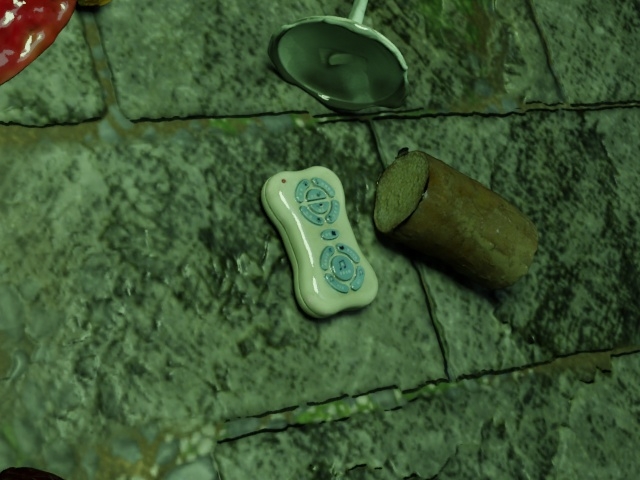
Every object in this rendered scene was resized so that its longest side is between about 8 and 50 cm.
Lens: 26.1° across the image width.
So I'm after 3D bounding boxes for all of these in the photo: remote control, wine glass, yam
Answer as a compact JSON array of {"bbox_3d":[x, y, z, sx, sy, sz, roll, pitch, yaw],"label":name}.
[{"bbox_3d":[0.000,0.000,1.094,0.074,0.032,0.122,-13,77,-38],"label":"remote control"},{"bbox_3d":[0.046,-0.234,1.168,0.156,0.156,0.232,29,60,-21],"label":"wine glass"},{"bbox_3d":[0.111,-0.016,1.153,0.127,0.084,0.084,30,55,-26],"label":"yam"}]

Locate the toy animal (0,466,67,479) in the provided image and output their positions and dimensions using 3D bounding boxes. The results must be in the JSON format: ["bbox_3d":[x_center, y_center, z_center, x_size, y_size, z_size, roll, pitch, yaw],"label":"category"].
[{"bbox_3d":[-0.205,0.186,0.808,0.218,0.116,0.179,-34,91,-34],"label":"toy animal"}]

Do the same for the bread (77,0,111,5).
[{"bbox_3d":[-0.173,-0.251,1.076,0.052,0.044,0.157,1,64,5],"label":"bread"}]

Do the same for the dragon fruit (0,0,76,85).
[{"bbox_3d":[-0.288,-0.033,0.539,0.228,0.286,0.329,23,75,-45],"label":"dragon fruit"}]
